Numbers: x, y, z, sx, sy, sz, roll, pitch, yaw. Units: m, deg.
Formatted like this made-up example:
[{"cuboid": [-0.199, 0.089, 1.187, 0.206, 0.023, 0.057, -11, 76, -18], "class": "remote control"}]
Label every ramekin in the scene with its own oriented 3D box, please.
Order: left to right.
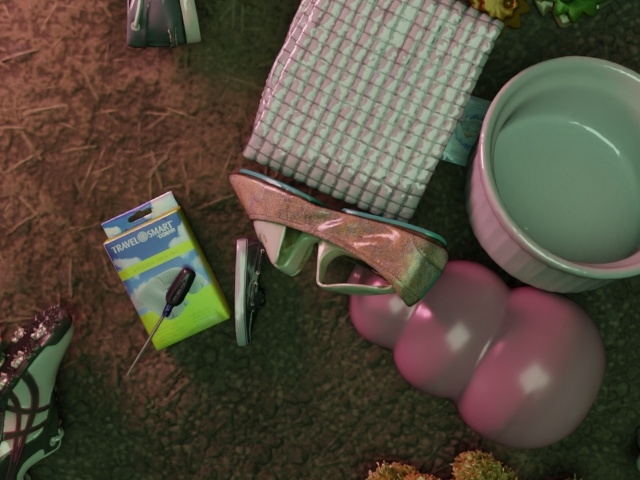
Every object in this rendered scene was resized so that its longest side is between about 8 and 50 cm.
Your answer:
[{"cuboid": [0.306, -0.069, 1.420, 0.277, 0.135, 0.277, 3, 71, -10], "class": "ramekin"}]

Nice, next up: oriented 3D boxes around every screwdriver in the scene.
[{"cuboid": [-0.204, 0.108, 1.503, 0.025, 0.024, 0.170, 17, 108, -35], "class": "screwdriver"}]

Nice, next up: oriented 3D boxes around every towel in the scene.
[{"cuboid": [0.062, -0.188, 1.442, 0.235, 0.121, 0.283, 25, 98, 3], "class": "towel"}]

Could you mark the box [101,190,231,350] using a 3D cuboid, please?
[{"cuboid": [-0.201, 0.039, 1.520, 0.109, 0.042, 0.178, -25, 100, 2], "class": "box"}]

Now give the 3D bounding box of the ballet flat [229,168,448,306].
[{"cuboid": [0.000, 0.000, 1.420, 0.316, 0.107, 0.106, 20, 83, 32], "class": "ballet flat"}]

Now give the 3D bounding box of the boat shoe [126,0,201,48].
[{"cuboid": [-0.223, -0.386, 1.411, 0.099, 0.116, 0.319, -14, 105, -3], "class": "boat shoe"}]

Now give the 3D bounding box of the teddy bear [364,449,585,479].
[{"cuboid": [0.204, 0.388, 1.556, 0.338, 0.113, 0.245, 21, 101, -5], "class": "teddy bear"}]

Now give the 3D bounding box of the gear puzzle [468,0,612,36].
[{"cuboid": [0.327, -0.369, 1.462, 0.339, 0.044, 0.175, -29, 99, 3], "class": "gear puzzle"}]

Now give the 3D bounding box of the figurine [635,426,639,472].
[{"cuboid": [0.550, 0.304, 1.566, 0.215, 0.092, 0.209, -34, 103, 5], "class": "figurine"}]

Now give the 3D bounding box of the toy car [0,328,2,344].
[{"cuboid": [-0.464, 0.101, 1.518, 0.122, 0.060, 0.040, 32, 66, -13], "class": "toy car"}]

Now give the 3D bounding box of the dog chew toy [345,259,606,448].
[{"cuboid": [0.184, 0.119, 1.472, 0.332, 0.206, 0.206, 29, 98, 2], "class": "dog chew toy"}]

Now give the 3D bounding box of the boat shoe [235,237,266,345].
[{"cuboid": [-0.090, 0.068, 1.525, 0.040, 0.049, 0.142, 1, 97, -2], "class": "boat shoe"}]

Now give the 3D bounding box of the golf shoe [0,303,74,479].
[{"cuboid": [-0.377, 0.207, 1.527, 0.120, 0.105, 0.273, 28, 104, -22], "class": "golf shoe"}]

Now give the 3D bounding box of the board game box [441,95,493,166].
[{"cuboid": [0.184, -0.142, 1.509, 0.090, 0.020, 0.090, 16, 99, -4], "class": "board game box"}]
